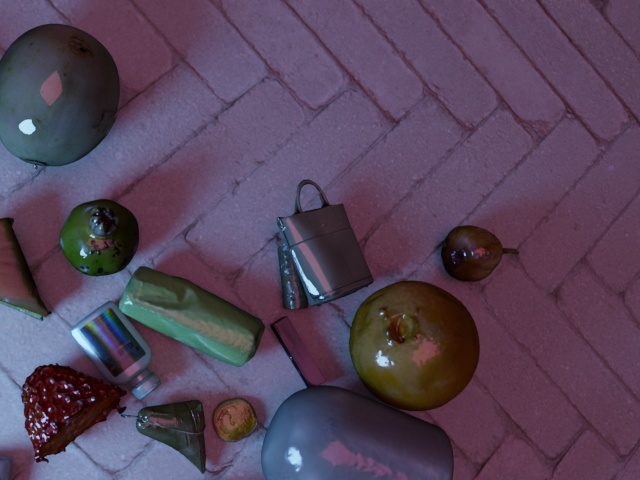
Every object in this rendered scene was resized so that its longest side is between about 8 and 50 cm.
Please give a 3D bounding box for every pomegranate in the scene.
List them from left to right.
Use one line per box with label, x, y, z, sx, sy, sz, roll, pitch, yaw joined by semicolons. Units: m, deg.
pomegranate;-0.501;-0.024;1.547;0.179;0.210;0.179;15;37;-12

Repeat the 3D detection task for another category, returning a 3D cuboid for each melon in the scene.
melon;-0.598;-0.317;1.526;0.269;0.268;0.330;22;81;-12

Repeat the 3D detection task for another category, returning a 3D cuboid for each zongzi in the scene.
zongzi;-0.356;0.468;1.561;0.189;0.081;0.178;-2;87;-28

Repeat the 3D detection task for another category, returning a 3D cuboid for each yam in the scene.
yam;-0.070;0.093;1.723;0.068;0.068;0.169;-5;86;-17

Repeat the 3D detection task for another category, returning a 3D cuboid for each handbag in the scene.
handbag;0.000;0.000;1.726;0.241;0.109;0.315;-16;79;-46

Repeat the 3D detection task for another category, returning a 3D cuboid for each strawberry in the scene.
strawberry;-0.555;0.343;1.475;0.234;0.234;0.178;-38;78;-18

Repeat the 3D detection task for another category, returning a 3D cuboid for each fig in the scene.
fig;0.457;0.033;1.864;0.257;0.159;0.159;0;81;-34

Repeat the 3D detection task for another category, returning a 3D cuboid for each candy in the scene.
candy;-0.300;0.178;1.606;0.344;0.132;0.142;27;77;-11

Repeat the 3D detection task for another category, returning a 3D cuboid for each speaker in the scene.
speaker;-0.058;0.283;1.707;0.046;0.040;0.191;-31;90;-20

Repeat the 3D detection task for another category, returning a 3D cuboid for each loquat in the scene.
loquat;0.227;0.258;1.655;0.329;0.328;0.328;3;80;-16

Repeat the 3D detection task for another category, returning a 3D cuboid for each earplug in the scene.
earplug;0.065;0.506;1.570;0.394;0.312;0.312;27;75;-9

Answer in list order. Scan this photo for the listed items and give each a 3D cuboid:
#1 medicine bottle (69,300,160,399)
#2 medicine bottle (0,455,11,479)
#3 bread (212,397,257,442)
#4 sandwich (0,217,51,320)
medicine bottle;-0.465;0.262;1.568;0.121;0.083;0.228;-38;94;-21
medicine bottle;-0.727;0.594;1.432;0.095;0.095;0.259;8;80;-15
bread;-0.209;0.437;1.646;0.110;0.024;0.110;3;80;-16
sandwich;-0.704;0.082;1.506;0.128;0.122;0.235;-22;88;-20
